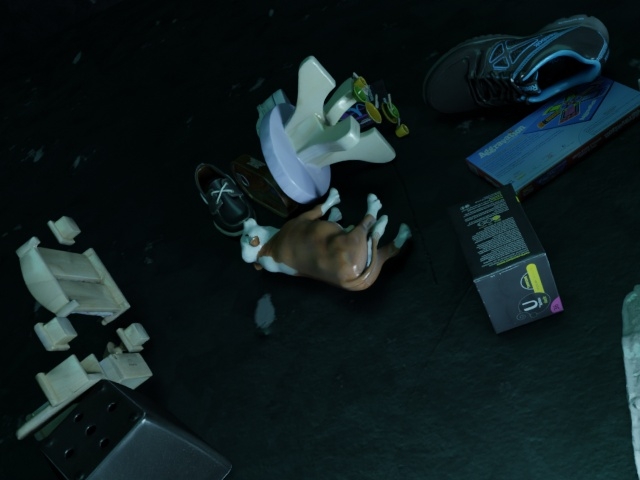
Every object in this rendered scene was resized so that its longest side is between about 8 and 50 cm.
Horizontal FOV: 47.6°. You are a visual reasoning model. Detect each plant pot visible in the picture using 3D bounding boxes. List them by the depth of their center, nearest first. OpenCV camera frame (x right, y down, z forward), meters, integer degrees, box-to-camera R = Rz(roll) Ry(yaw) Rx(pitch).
[{"bbox_3d":[-0.277,0.309,1.028,0.188,0.167,0.187,20,60,46],"label":"plant pot"}]

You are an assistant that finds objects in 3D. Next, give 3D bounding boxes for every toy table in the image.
[{"bbox_3d":[0.005,-0.202,1.362,0.161,0.252,0.274,-34,38,23],"label":"toy table"}]

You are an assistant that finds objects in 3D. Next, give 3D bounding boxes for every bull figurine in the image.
[{"bbox_3d":[0.000,0.000,1.233,0.310,0.101,0.188,20,58,45],"label":"bull figurine"}]

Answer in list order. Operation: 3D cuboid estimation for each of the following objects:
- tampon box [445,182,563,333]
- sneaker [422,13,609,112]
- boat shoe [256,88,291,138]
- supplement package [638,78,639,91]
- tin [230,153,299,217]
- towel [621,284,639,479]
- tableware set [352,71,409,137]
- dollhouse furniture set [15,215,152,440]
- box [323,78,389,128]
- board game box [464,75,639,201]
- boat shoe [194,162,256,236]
[{"bbox_3d":[0.259,0.023,1.024,0.101,0.120,0.161,-22,40,12],"label":"tampon box"},{"bbox_3d":[0.336,-0.301,1.297,0.340,0.125,0.140,-16,33,28],"label":"sneaker"},{"bbox_3d":[-0.096,-0.243,1.566,0.088,0.096,0.267,-28,37,10],"label":"boat shoe"},{"bbox_3d":[0.601,-0.188,1.020,0.244,0.134,0.139,-20,40,13],"label":"supplement package"},{"bbox_3d":[-0.110,-0.108,1.420,0.040,0.106,0.189,-37,39,-20],"label":"tin"},{"bbox_3d":[0.446,0.154,0.821,0.187,0.049,0.282,-10,43,25],"label":"towel"},{"bbox_3d":[0.116,-0.259,1.400,0.024,0.154,0.104,-32,32,30],"label":"tableware set"},{"bbox_3d":[-0.461,0.127,1.190,0.173,0.303,0.356,-37,78,4],"label":"dollhouse furniture set"},{"bbox_3d":[0.071,-0.276,1.544,0.162,0.029,0.116,-22,39,10],"label":"box"},{"bbox_3d":[0.399,-0.179,1.227,0.281,0.027,0.145,-34,39,-4],"label":"board game box"},{"bbox_3d":[-0.199,-0.084,1.474,0.084,0.079,0.233,-33,40,-5],"label":"boat shoe"}]
